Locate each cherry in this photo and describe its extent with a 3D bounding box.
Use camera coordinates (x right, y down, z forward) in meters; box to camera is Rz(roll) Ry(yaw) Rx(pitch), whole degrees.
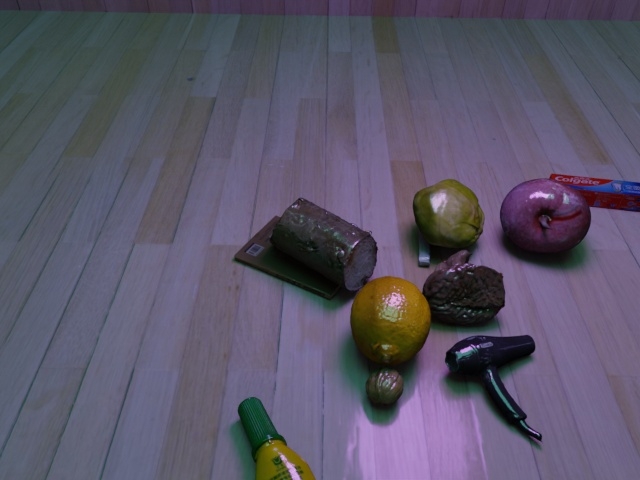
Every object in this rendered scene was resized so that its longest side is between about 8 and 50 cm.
[{"bbox_3d":[0.626,-0.069,1.681,0.236,0.212,0.285,30,25,0],"label":"cherry"}]

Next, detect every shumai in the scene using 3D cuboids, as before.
[{"bbox_3d":[0.360,0.114,1.531,0.206,0.166,0.175,4,19,3],"label":"shumai"}]

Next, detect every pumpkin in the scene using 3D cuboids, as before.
[{"bbox_3d":[0.109,-0.007,1.721,0.073,0.035,0.101,24,29,-2],"label":"pumpkin"}]

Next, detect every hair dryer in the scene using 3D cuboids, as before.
[{"bbox_3d":[0.427,0.330,1.344,0.236,0.091,0.271,-6,53,-23],"label":"hair dryer"}]

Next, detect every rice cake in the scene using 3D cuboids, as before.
[{"bbox_3d":[0.303,0.006,1.721,0.042,0.030,0.180,2,41,8],"label":"rice cake"}]

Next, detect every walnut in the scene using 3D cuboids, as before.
[{"bbox_3d":[0.141,0.322,1.321,0.092,0.092,0.092,0,41,0],"label":"walnut"}]

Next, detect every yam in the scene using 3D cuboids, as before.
[{"bbox_3d":[0.000,0.000,1.599,0.304,0.167,0.168,31,49,27],"label":"yam"}]

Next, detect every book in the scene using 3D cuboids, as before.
[{"bbox_3d":[-0.054,0.039,1.686,0.311,0.021,0.217,21,45,22],"label":"book"}]

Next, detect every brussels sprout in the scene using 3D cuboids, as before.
[{"bbox_3d":[0.358,-0.069,1.680,0.223,0.161,0.223,18,46,-20],"label":"brussels sprout"}]

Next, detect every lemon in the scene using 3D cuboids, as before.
[{"bbox_3d":[0.160,0.186,1.396,0.189,0.188,0.256,4,40,3],"label":"lemon"}]

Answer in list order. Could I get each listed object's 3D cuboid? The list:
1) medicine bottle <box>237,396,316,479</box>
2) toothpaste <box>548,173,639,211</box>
[{"bbox_3d":[-0.088,0.439,1.185,0.111,0.076,0.309,-16,44,-21],"label":"medicine bottle"},{"bbox_3d":[0.885,-0.149,1.884,0.321,0.066,0.076,7,42,6],"label":"toothpaste"}]
